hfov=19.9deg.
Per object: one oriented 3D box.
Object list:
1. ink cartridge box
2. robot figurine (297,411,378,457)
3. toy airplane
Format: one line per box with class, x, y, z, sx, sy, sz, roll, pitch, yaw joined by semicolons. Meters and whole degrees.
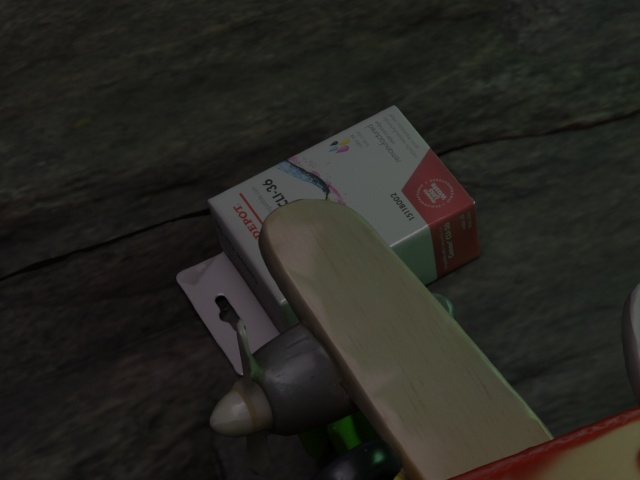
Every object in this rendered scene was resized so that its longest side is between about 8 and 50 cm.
ink cartridge box;0.000;0.000;1.303;0.198;0.067;0.115;-28;54;-12
robot figurine;0.021;0.091;1.230;0.101;0.067;0.115;3;52;27
toy airplane;0.106;0.186;1.046;0.384;0.272;0.386;22;46;-16
